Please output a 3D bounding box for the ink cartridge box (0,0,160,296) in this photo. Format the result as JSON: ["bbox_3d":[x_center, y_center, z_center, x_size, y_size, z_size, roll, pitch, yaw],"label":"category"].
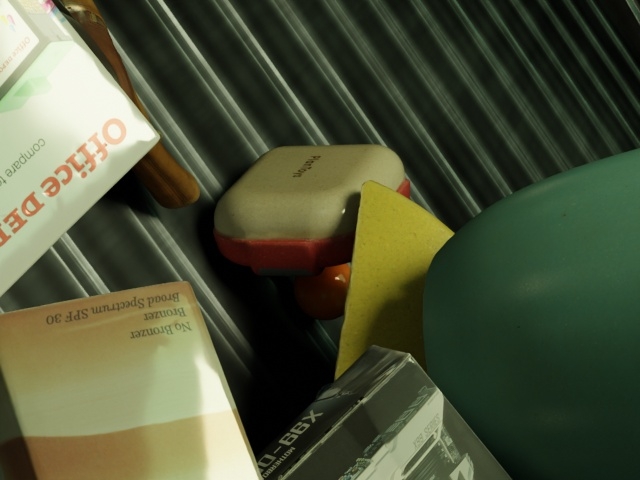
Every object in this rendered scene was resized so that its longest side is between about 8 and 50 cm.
[{"bbox_3d":[-0.268,-0.099,1.128,0.278,0.117,0.201,51,59,-16],"label":"ink cartridge box"}]

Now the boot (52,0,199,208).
[{"bbox_3d":[-0.194,-0.170,1.416,0.264,0.096,0.280,54,4,17],"label":"boot"}]

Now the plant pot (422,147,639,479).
[{"bbox_3d":[0.217,0.077,1.372,0.293,0.235,0.293,-11,90,-68],"label":"plant pot"}]

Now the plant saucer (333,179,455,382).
[{"bbox_3d":[0.114,0.165,1.505,0.333,0.081,0.333,58,31,-43],"label":"plant saucer"}]

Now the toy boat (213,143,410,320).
[{"bbox_3d":[0.000,0.000,1.626,0.231,0.151,0.151,-51,138,-63],"label":"toy boat"}]

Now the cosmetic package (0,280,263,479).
[{"bbox_3d":[-0.117,0.190,1.107,0.153,0.129,0.296,-11,68,-32],"label":"cosmetic package"}]

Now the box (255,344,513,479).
[{"bbox_3d":[0.058,0.269,1.287,0.307,0.242,0.076,52,-15,-16],"label":"box"}]

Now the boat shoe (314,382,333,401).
[{"bbox_3d":[0.041,0.194,1.528,0.066,0.066,0.183,36,34,-44],"label":"boat shoe"}]
